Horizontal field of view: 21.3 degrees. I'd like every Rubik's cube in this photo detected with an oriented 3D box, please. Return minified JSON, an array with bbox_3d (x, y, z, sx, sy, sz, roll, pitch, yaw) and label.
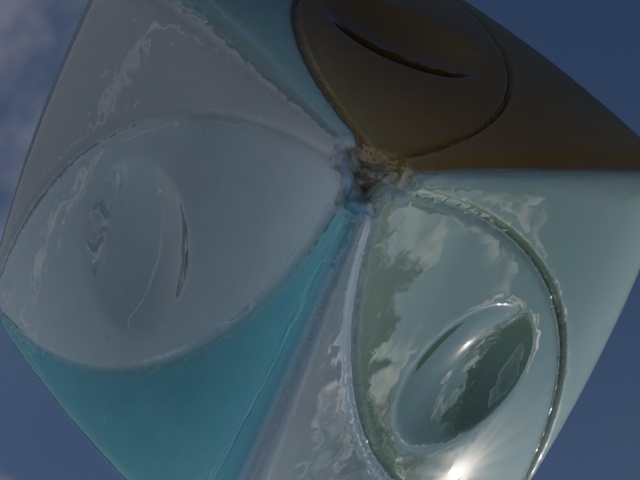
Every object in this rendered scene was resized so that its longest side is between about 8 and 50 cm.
[{"bbox_3d":[0.000,0.000,1.283,0.352,0.347,0.352,45,-57,36],"label":"Rubik's cube"}]
